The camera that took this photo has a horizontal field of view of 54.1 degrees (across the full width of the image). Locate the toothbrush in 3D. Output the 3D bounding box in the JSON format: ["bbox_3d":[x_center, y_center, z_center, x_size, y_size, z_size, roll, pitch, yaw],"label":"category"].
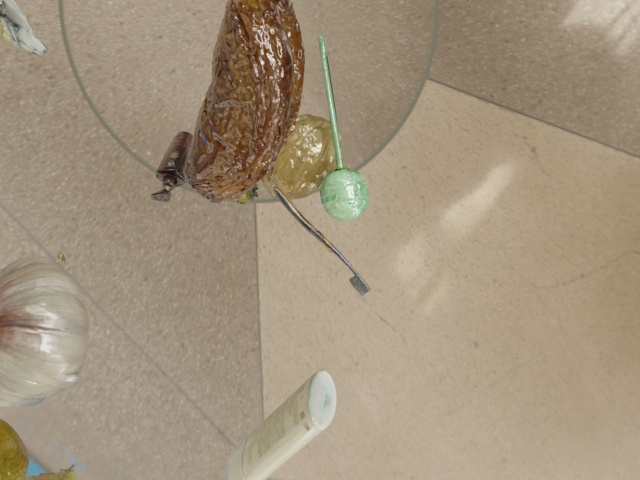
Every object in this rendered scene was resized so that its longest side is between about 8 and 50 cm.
[{"bbox_3d":[0.002,-0.002,1.411,0.031,0.023,0.321,-40,92,10],"label":"toothbrush"}]

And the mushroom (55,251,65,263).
[{"bbox_3d":[-0.652,0.166,1.555,0.028,0.026,0.287,7,69,-33],"label":"mushroom"}]

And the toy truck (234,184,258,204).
[{"bbox_3d":[-0.213,-0.157,1.757,0.062,0.123,0.052,16,149,-35],"label":"toy truck"}]

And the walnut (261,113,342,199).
[{"bbox_3d":[-0.054,-0.211,1.600,0.198,0.198,0.245,36,86,-16],"label":"walnut"}]

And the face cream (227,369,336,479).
[{"bbox_3d":[-0.098,0.452,1.435,0.081,0.174,0.348,36,117,-13],"label":"face cream"}]

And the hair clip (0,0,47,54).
[{"bbox_3d":[-0.561,-0.408,1.142,0.049,0.172,0.116,-19,91,-1],"label":"hair clip"}]

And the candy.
[{"bbox_3d":[0.034,-0.262,1.484,0.119,0.119,0.441,-9,90,-3],"label":"candy"}]

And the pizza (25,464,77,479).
[{"bbox_3d":[-0.437,0.391,0.818,0.292,0.197,0.058,-41,119,-13],"label":"pizza"}]

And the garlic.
[{"bbox_3d":[-0.622,0.183,1.314,0.321,0.241,0.322,-2,70,7],"label":"garlic"}]

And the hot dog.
[{"bbox_3d":[-0.122,-0.246,1.118,0.174,0.267,0.388,18,119,-5],"label":"hot dog"}]

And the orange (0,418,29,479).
[{"bbox_3d":[-0.280,0.188,0.499,0.085,0.085,0.095,17,101,-11],"label":"orange"}]

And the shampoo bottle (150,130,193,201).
[{"bbox_3d":[-0.378,-0.190,1.617,0.068,0.237,0.067,-17,131,20],"label":"shampoo bottle"}]
